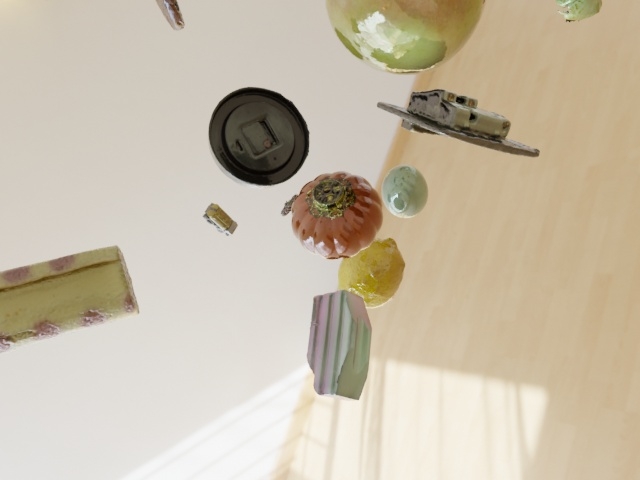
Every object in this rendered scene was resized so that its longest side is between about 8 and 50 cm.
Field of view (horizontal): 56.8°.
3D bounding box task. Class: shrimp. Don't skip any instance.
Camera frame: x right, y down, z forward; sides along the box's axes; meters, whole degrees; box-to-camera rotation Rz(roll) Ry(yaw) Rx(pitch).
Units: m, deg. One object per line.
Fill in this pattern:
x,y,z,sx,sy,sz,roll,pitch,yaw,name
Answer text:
-0.093,-0.114,1.853,0.092,0.029,0.038,-39,53,15,shrimp

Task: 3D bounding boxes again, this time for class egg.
0.305,-0.177,2.141,0.168,0.231,0.168,-7,57,11,egg

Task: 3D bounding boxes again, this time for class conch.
0.658,-0.600,1.500,0.079,0.170,0.105,38,120,50,conch

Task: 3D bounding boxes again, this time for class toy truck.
-0.286,-0.060,1.703,0.063,0.123,0.052,20,72,33,toy truck

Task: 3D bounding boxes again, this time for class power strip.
0.279,-0.246,1.194,0.251,0.257,0.092,34,114,58,power strip

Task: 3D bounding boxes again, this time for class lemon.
0.179,0.113,2.092,0.288,0.234,0.233,-59,23,16,lemon

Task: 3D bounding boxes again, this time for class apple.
0.161,-0.480,1.158,0.277,0.319,0.319,104,-176,-69,apple

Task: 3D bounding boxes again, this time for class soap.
0.057,0.316,1.793,0.193,0.109,0.323,-19,54,44,soap

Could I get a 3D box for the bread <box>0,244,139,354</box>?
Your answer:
-0.619,0.135,1.402,0.155,0.338,0.187,133,119,-69,bread

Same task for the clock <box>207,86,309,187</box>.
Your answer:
-0.195,-0.322,1.871,0.325,0.325,0.067,-69,15,-15,clock

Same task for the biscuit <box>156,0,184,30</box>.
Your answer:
-0.401,-0.630,1.510,0.049,0.192,0.192,-32,23,-6,biscuit

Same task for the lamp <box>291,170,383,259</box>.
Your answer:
0.038,-0.059,1.403,0.223,0.196,0.223,-7,58,11,lamp
